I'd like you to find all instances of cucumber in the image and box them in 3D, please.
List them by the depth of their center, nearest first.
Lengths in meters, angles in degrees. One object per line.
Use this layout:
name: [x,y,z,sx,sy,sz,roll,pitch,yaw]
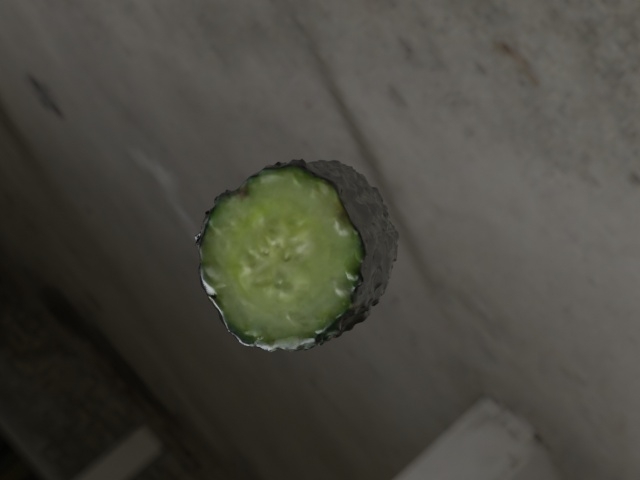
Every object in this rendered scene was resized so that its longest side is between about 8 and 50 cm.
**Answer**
cucumber: [0.000,0.000,0.709,0.067,0.067,0.293,49,-175,1]
